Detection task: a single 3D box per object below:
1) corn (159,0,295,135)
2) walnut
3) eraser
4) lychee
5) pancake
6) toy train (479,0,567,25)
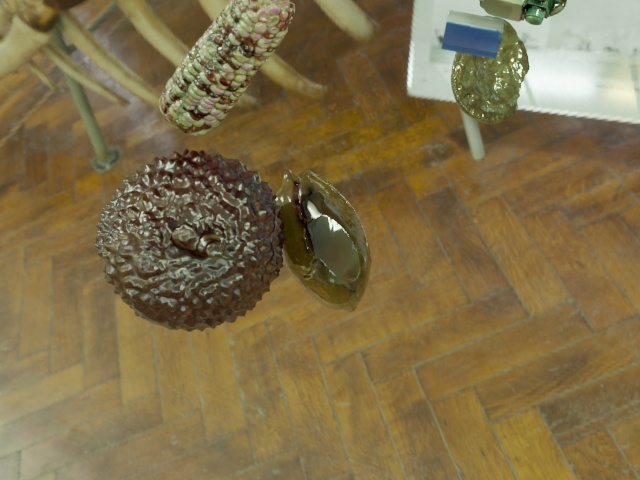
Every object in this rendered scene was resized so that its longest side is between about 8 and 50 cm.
[{"bbox_3d":[-0.126,-0.233,1.002,0.280,0.092,0.092,-40,27,47],"label":"corn"},{"bbox_3d":[0.000,0.000,1.210,0.137,0.245,0.137,-28,7,4],"label":"walnut"},{"bbox_3d":[0.224,-0.303,1.143,0.085,0.063,0.027,13,63,8],"label":"eraser"},{"bbox_3d":[-0.180,-0.001,1.093,0.264,0.264,0.300,-41,15,-16],"label":"lychee"},{"bbox_3d":[0.378,-0.379,1.729,0.223,0.236,0.042,-3,7,-27],"label":"pancake"},{"bbox_3d":[0.300,-0.400,1.082,0.125,0.081,0.193,18,86,11],"label":"toy train"}]
